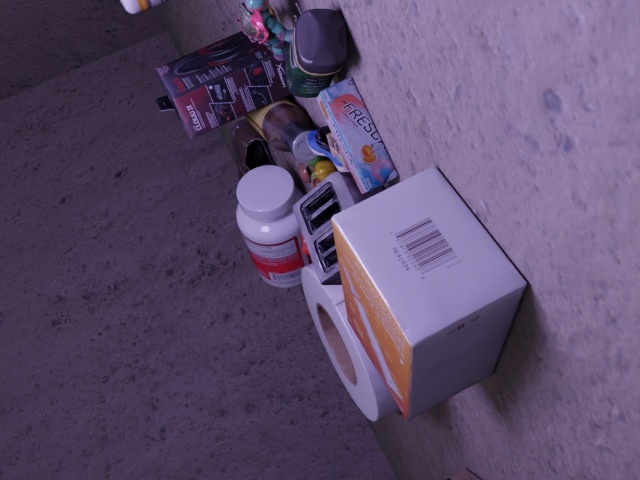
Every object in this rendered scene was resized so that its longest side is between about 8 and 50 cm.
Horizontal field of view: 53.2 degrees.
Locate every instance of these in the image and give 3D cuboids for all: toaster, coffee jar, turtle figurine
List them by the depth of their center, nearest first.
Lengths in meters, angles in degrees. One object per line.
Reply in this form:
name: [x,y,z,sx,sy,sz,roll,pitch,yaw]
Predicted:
coffee jar: [-0.009,-0.295,1.018,0.184,0.079,0.096,172,94,-81]
turtle figurine: [-0.092,-0.404,1.133,0.175,0.118,0.234,63,177,2]
toaster: [0.053,-0.023,1.155,0.185,0.110,0.168,-36,68,40]

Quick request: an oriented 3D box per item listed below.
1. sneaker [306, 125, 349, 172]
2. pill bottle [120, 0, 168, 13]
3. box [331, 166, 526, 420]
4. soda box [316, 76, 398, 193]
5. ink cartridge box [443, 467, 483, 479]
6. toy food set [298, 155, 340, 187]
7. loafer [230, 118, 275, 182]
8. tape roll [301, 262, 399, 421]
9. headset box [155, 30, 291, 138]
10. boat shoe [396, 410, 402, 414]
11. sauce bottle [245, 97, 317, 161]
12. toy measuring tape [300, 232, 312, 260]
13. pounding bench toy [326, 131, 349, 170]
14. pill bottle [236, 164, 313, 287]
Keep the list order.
sneaker: [0.012,-0.200,1.253,0.152,0.058,0.085,49,169,44]
pill bottle: [-0.228,-0.503,1.065,0.162,0.278,0.162,61,170,18]
box: [0.149,0.096,0.954,0.215,0.168,0.345,59,170,30]
soda box: [0.060,-0.172,1.063,0.183,0.058,0.063,63,171,-2]
ink cartridge box: [0.388,0.677,1.500,0.235,0.088,0.193,62,170,5]
toy food set: [-0.002,-0.146,1.454,0.128,0.071,0.218,65,171,-8]
loafer: [-0.227,-0.248,2.271,0.130,0.133,0.366,55,168,47]
tape roll: [0.067,0.225,1.474,0.392,0.072,0.392,61,168,24]
headset box: [-0.240,-0.366,1.486,0.218,0.293,0.110,54,168,50]
boat shoe: [0.189,0.362,1.817,0.104,0.089,0.285,36,-164,-43]
sauce bottle: [-0.089,-0.269,1.482,0.344,0.111,0.111,52,165,54]
toy measuring tape: [0.000,0.000,1.737,0.121,0.121,0.330,64,178,-4]
pounding bench toy: [0.056,-0.155,1.155,0.065,0.052,0.083,53,166,49]
pill bottle: [-0.136,-0.041,2.026,0.229,0.229,0.408,58,169,33]
